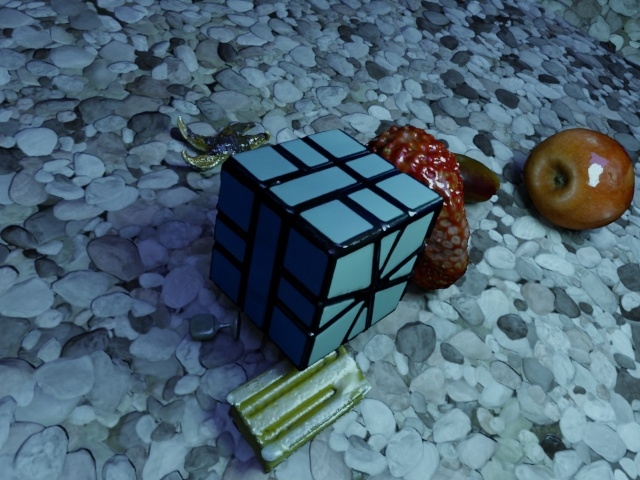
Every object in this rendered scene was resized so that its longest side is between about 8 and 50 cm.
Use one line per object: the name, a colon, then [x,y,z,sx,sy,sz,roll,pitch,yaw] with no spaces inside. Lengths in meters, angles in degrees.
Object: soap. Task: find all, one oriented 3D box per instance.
soap: [-0.036,0.275,0.896,0.233,0.076,0.135,-26,65,-31]

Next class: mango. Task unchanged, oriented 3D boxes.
mango: [0.327,-0.164,1.309,0.267,0.111,0.133,10,69,-12]

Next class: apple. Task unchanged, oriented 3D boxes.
apple: [0.658,-0.157,1.322,0.206,0.251,0.272,-7,69,-21]

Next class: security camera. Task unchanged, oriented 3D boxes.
security camera: [-0.196,0.159,0.954,0.092,0.058,0.058,0,54,-2]

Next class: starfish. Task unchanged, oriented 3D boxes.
starfish: [-0.232,-0.227,1.212,0.216,0.071,0.238,33,42,14]

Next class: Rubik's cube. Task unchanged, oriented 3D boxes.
Rubik's cube: [0.000,0.000,0.921,0.283,0.288,0.293,37,41,27]

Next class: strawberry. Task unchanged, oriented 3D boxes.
strawberry: [0.193,-0.057,1.093,0.267,0.312,0.351,-24,82,-8]
